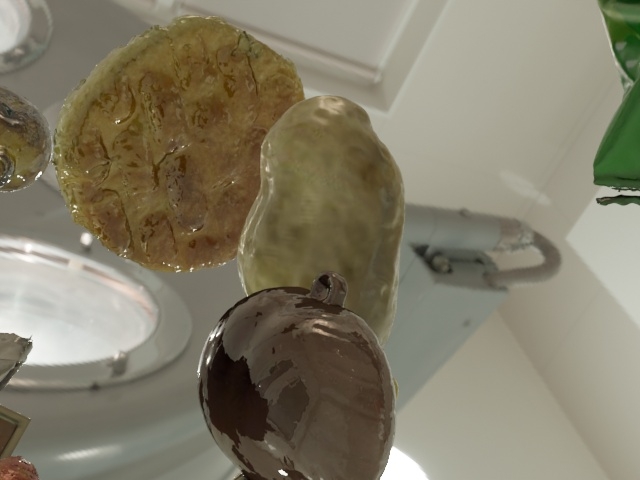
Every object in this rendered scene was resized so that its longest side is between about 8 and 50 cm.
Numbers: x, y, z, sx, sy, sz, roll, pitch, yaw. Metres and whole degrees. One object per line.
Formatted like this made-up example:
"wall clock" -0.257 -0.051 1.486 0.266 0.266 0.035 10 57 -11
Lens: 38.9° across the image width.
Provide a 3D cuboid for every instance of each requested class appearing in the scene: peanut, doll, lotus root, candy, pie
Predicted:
"peanut" 0.000 0.000 0.713 0.129 0.224 0.129 5 -178 0
"doll" -0.025 0.109 0.512 0.096 0.188 0.145 13 -152 -33
"lotus root" -0.473 -0.149 1.310 0.169 0.141 0.314 13 -166 -31
"candy" 0.222 -0.108 0.514 0.141 0.078 0.203 -1 -115 11
"pie" -0.159 -0.111 1.112 0.340 0.339 0.083 6 -165 -37

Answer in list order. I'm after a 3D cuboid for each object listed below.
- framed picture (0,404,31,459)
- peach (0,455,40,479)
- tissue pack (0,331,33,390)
"framed picture" -0.615 0.292 1.365 0.290 0.020 0.211 28 -138 -8
"peach" -0.449 0.385 1.254 0.092 0.127 0.172 27 -120 26
"tissue pack" -0.322 0.108 0.495 0.239 0.238 0.305 29 -159 2
